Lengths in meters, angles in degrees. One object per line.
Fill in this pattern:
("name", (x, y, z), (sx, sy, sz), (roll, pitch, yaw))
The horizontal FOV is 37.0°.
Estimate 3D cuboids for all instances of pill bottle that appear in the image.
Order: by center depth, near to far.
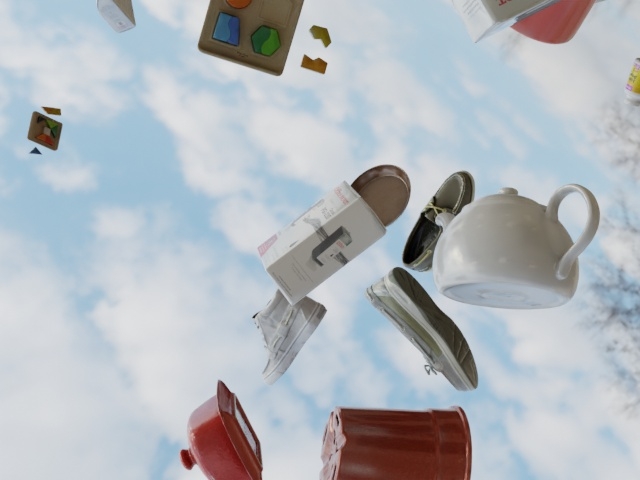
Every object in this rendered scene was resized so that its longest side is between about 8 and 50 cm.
("pill bottle", (0.585, -0.290, 1.752), (0.043, 0.083, 0.043), (10, -154, -5))

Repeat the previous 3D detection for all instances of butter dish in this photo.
("butter dish", (-0.166, 0.324, 1.504), (0.160, 0.118, 0.160), (-114, 0, -76))

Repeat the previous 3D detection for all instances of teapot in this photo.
("teapot", (0.309, 0.003, 1.566), (0.256, 0.252, 0.187), (5, -104, 9))

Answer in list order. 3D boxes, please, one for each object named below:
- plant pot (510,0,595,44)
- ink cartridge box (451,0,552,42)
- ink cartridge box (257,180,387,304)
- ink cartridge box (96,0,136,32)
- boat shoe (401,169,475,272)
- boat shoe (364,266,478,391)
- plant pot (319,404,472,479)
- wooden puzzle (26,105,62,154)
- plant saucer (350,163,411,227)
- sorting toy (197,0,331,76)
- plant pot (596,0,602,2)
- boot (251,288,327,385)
("plant pot", (0.484, -0.584, 1.959), (0.275, 0.243, 0.275), (16, -131, -20))
("ink cartridge box", (0.318, -0.552, 1.740), (0.307, 0.223, 0.129), (62, 170, 1))
("ink cartridge box", (0.000, 0.000, 1.754), (0.092, 0.218, 0.158), (54, -179, -18))
("ink cartridge box", (-0.478, -0.582, 2.036), (0.232, 0.066, 0.189), (42, -149, -61))
("boat shoe", (0.315, -0.051, 2.567), (0.091, 0.305, 0.109), (7, -156, -48))
("boat shoe", (0.228, 0.206, 2.090), (0.320, 0.103, 0.118), (50, -154, -7))
("plant pot", (0.145, 0.461, 1.996), (0.265, 0.272, 0.272), (10, -143, -9))
("wooden puzzle", (-0.586, -0.234, 2.035), (0.078, 0.014, 0.116), (14, -106, -46))
("plant saucer", (0.125, -0.086, 2.063), (0.029, 0.168, 0.168), (43, -160, -45))
("sorting toy", (-0.114, -0.509, 2.244), (0.307, 0.229, 0.041), (16, -177, -10))
("plant pot", (0.667, -0.650, 2.169), (0.254, 0.237, 0.237), (2, -159, 25))
("boot", (-0.093, 0.195, 2.025), (0.123, 0.258, 0.095), (33, -145, 0))
